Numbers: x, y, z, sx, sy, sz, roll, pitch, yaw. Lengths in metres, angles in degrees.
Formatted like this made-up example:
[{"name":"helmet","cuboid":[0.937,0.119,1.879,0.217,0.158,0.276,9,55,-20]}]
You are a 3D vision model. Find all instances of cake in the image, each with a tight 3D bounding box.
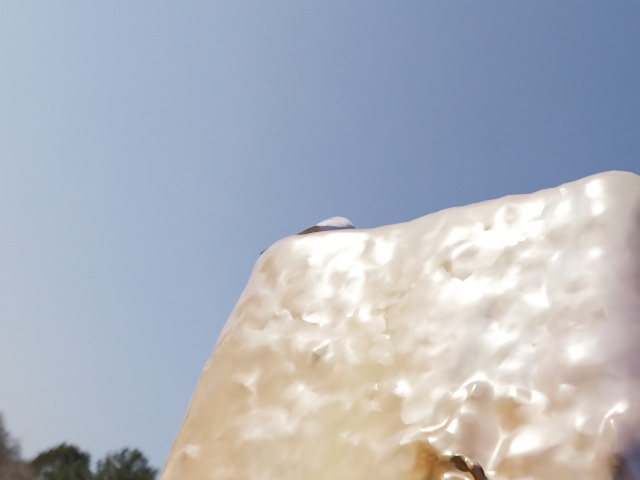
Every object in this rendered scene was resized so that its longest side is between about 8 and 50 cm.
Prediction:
[{"name":"cake","cuboid":[0.086,0.155,0.484,0.237,0.230,0.309,-6,-45,36]}]

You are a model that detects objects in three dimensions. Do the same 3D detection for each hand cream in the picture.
[{"name":"hand cream","cuboid":[0.000,0.000,1.262,0.084,0.142,0.053,-28,-101,30]}]
